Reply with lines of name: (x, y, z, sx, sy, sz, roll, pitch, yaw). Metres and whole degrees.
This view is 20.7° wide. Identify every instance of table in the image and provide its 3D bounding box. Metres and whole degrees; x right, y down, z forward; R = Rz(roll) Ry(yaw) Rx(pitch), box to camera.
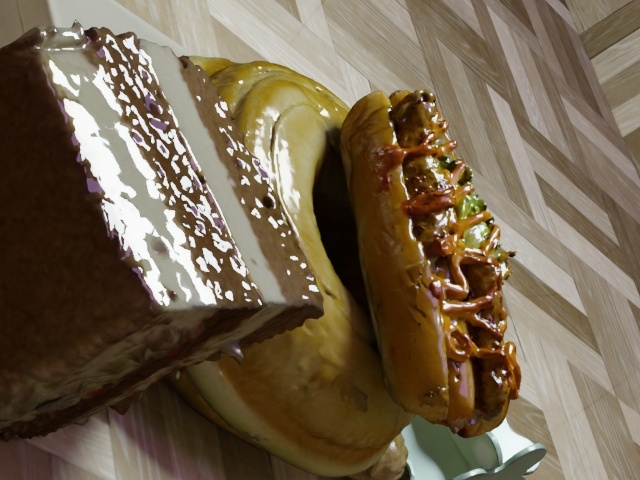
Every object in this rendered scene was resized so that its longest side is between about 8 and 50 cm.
table: (0.138, 0.200, 1.968, 0.166, 0.166, 0.198, 20, 34, -57)

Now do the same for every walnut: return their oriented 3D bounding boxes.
walnut: (0.053, 0.221, 1.846, 0.079, 0.082, 0.096, 18, 27, -10)

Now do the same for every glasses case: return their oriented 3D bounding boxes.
glasses case: (-0.198, -0.162, 1.829, 0.336, 0.076, 0.144, 32, 32, -48)

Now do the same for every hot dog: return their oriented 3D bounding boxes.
hot dog: (0.112, 0.015, 1.650, 0.158, 0.117, 0.349, 26, 49, -55)

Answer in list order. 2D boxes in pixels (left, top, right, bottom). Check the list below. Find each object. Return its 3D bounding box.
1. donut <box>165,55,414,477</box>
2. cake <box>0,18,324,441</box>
donut: (-0.037, 0.022, 1.717, 0.449, 0.198, 0.449, 40, 39, -43)
cake: (-0.193, 0.003, 1.385, 0.290, 0.255, 0.282, -9, 69, -62)
